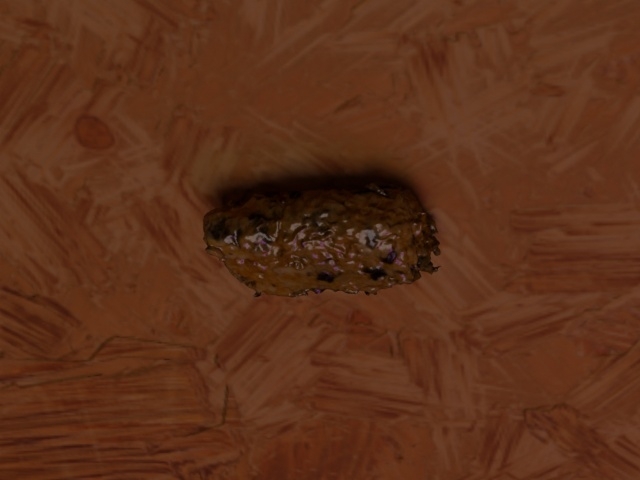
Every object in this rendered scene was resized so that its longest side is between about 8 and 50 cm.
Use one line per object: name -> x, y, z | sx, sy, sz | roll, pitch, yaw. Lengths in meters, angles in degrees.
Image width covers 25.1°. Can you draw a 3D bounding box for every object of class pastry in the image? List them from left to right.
pastry -> 0.000, 0.000, 0.901 | 0.140, 0.056, 0.080 | -11, 140, 14
